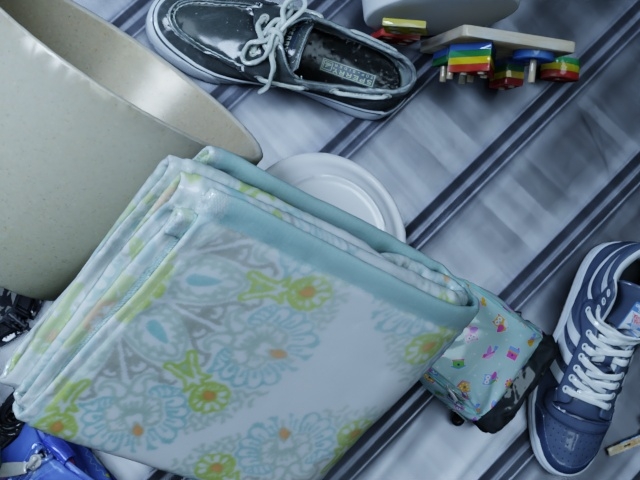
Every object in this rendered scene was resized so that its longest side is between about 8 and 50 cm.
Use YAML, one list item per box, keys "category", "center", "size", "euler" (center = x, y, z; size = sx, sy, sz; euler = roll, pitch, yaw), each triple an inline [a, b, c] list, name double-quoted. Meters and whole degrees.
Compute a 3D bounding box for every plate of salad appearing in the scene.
- category: "plate of salad"
  center: [0.000, 0.000, 1.230]
  size: [0.199, 0.048, 0.200]
  euler: [4, 76, -18]

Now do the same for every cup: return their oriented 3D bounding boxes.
- category: "cup"
  center: [-0.256, -0.082, 1.082]
  size: [0.331, 0.331, 0.237]
  euler: [34, 101, -5]

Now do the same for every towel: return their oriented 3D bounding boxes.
- category: "towel"
  center: [-0.071, 0.099, 1.058]
  size: [0.374, 0.090, 0.320]
  euler: [27, 117, -34]

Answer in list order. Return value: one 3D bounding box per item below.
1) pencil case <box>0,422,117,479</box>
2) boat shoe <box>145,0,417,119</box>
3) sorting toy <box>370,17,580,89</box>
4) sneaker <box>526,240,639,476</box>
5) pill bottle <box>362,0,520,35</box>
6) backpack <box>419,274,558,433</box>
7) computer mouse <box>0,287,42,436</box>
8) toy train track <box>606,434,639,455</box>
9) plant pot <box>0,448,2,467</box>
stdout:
- category: "pencil case"
  center: [-0.341, 0.314, 1.094]
  size: [0.119, 0.133, 0.306]
  euler: [39, 78, 25]
- category: "boat shoe"
  center: [-0.042, -0.212, 1.214]
  size: [0.306, 0.105, 0.113]
  euler: [22, 81, -7]
- category: "sorting toy"
  center: [0.185, -0.201, 1.225]
  size: [0.274, 0.132, 0.046]
  euler: [6, 90, -16]
- category: "sneaker"
  center: [0.317, 0.128, 1.217]
  size: [0.099, 0.153, 0.282]
  euler: [20, 81, -7]
- category: "pill bottle"
  center: [0.116, -0.425, 1.211]
  size: [0.210, 0.210, 0.363]
  euler: [-4, 86, -10]
- category: "backpack"
  center: [0.159, 0.109, 1.210]
  size: [0.182, 0.115, 0.152]
  euler: [38, 78, -7]
- category: "computer mouse"
  center: [-0.373, 0.085, 1.157]
  size: [0.262, 0.060, 0.184]
  euler: [34, 87, -8]
- category: "toy train track"
  center: [0.375, 0.233, 1.288]
  size: [0.083, 0.014, 0.048]
  euler: [-20, 95, -5]
- category: "plant pot"
  center: [-0.449, 0.186, 1.018]
  size: [0.255, 0.271, 0.272]
  euler: [-24, 89, -11]
